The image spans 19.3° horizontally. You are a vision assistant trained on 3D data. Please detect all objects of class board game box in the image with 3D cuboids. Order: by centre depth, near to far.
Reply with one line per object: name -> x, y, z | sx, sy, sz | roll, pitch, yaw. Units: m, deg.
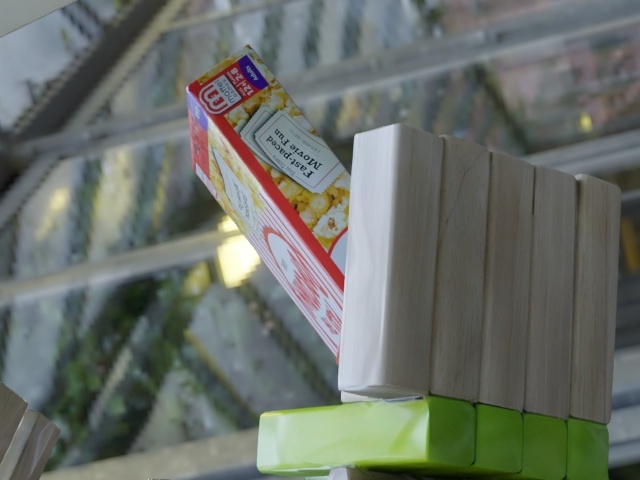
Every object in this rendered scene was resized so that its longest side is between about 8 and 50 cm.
board game box -> 0.000, 0.000, 1.047 | 0.193, 0.045, 0.147 | 52, 169, 11

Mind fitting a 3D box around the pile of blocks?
pile of blocks -> 0.050, 0.142, 0.637 | 0.149, 0.112, 0.362 | -17, -87, -41

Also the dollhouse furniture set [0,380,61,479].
dollhouse furniture set -> -0.230, 0.119, 0.949 | 0.123, 0.151, 0.144 | -67, -21, -15

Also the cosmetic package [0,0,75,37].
cosmetic package -> -0.153, -0.190, 0.850 | 0.160, 0.309, 0.113 | 46, -149, -42

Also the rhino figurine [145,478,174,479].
rhino figurine -> -0.104, 0.219, 0.897 | 0.106, 0.073, 0.243 | 44, -125, -15
